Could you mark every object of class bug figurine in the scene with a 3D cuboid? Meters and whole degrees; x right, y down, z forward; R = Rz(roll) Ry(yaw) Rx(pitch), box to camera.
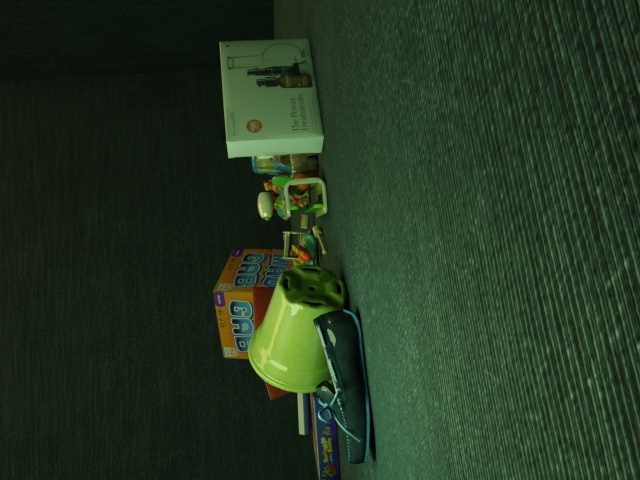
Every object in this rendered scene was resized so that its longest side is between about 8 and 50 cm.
[{"bbox_3d":[-0.042,0.151,1.955,0.216,0.072,0.279,47,144,48],"label":"bug figurine"}]

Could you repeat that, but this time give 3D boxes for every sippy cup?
[{"bbox_3d":[-0.175,-0.366,2.187,0.305,0.224,0.240,-112,17,-69],"label":"sippy cup"}]

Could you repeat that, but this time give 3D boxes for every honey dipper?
[{"bbox_3d":[0.000,0.000,1.772,0.160,0.031,0.030,-108,14,-58],"label":"honey dipper"}]

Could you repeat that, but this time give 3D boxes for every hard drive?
[{"bbox_3d":[-0.041,0.610,2.216,0.210,0.040,0.318,-24,-67,-68],"label":"hard drive"}]

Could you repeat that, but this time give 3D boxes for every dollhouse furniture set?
[{"bbox_3d":[-0.099,-0.010,2.153,0.161,0.101,0.181,57,-142,-85],"label":"dollhouse furniture set"}]

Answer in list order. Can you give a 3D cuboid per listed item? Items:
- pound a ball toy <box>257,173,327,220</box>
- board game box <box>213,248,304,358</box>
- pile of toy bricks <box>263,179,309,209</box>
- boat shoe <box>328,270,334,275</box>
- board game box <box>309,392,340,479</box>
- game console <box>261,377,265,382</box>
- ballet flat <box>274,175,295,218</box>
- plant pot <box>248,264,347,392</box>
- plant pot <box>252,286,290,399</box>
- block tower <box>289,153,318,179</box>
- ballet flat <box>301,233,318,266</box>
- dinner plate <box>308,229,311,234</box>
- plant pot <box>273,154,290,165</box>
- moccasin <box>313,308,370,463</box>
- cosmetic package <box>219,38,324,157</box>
[{"bbox_3d":[-0.096,-0.138,1.701,0.319,0.208,0.135,169,95,-85],"label":"pound a ball toy"},{"bbox_3d":[-0.236,0.278,2.366,0.356,0.357,0.356,-78,-12,-60],"label":"board game box"},{"bbox_3d":[-0.151,-0.167,2.185,0.105,0.212,0.118,-58,-27,-34],"label":"pile of toy bricks"},{"bbox_3d":[0.024,0.132,1.592,0.137,0.043,0.049,-104,8,-62],"label":"boat shoe"},{"bbox_3d":[0.012,0.714,2.057,0.233,0.078,0.347,-119,24,-77],"label":"board game box"},{"bbox_3d":[-0.096,0.422,2.038,0.250,0.173,0.293,8,80,58],"label":"game console"},{"bbox_3d":[-0.134,-0.297,2.366,0.139,0.139,0.400,125,139,-81],"label":"ballet flat"},{"bbox_3d":[-0.042,0.214,1.417,0.276,0.276,0.253,-104,22,-55],"label":"plant pot"},{"bbox_3d":[-0.076,0.310,1.712,0.267,0.236,0.267,-104,5,-51],"label":"plant pot"},{"bbox_3d":[-0.067,-0.379,1.784,0.091,0.097,0.335,-156,59,-83],"label":"block tower"},{"bbox_3d":[-0.037,0.063,2.054,0.070,0.070,0.188,-127,35,-79],"label":"ballet flat"},{"bbox_3d":[-0.037,0.024,2.216,0.141,0.017,0.141,174,90,-84],"label":"dinner plate"},{"bbox_3d":[-0.140,-0.408,1.955,0.237,0.237,0.254,94,155,-59],"label":"plant pot"},{"bbox_3d":[0.043,0.332,1.219,0.138,0.117,0.341,112,152,-78],"label":"moccasin"},{"bbox_3d":[-0.154,-0.441,1.625,0.097,0.285,0.377,98,165,-66],"label":"cosmetic package"}]
